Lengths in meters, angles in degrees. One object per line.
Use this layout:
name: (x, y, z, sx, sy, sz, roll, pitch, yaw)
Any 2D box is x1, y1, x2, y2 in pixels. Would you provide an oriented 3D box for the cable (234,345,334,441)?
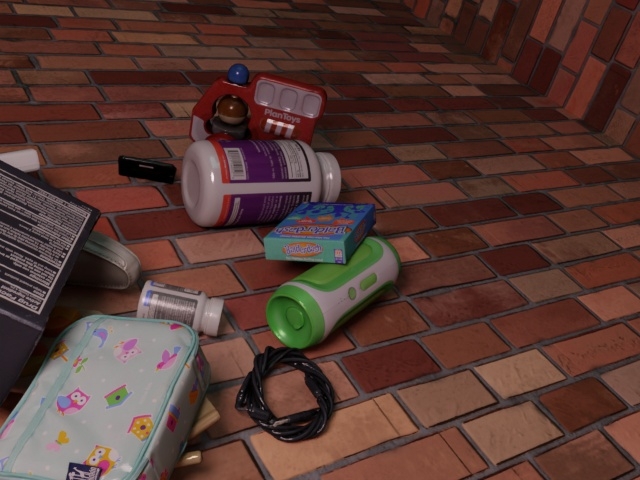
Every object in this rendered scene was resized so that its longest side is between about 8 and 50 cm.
cable: (-0.047, 0.238, 1.128, 0.150, 0.047, 0.184, 21, 33, 6)

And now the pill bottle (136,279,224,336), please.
pill bottle: (-0.237, 0.119, 1.194, 0.137, 0.078, 0.078, 13, 33, -5)

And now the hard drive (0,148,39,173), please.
hard drive: (-0.723, -0.110, 1.255, 0.353, 0.047, 0.233, -20, 16, -41)

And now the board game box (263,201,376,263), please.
board game box: (0.004, -0.020, 1.362, 0.160, 0.047, 0.210, 3, 23, 20)

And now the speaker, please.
speaker: (0.032, 0.091, 1.309, 0.131, 0.131, 0.296, 32, 37, 23)

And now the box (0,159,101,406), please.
box: (-0.507, 0.026, 0.964, 0.296, 0.183, 0.294, 29, 27, -18)

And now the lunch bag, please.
lunch bag: (-0.287, 0.226, 0.916, 0.224, 0.108, 0.279, 6, 42, 14)

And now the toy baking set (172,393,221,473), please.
toy baking set: (-0.270, 0.255, 0.988, 0.256, 0.030, 0.197, -14, 42, -6)

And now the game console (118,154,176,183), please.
game console: (-0.386, -0.175, 1.572, 0.122, 0.107, 0.071, 9, 62, -11)

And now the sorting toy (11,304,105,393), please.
sorting toy: (-0.459, 0.152, 1.068, 0.208, 0.038, 0.193, 10, 33, 3)

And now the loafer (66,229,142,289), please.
loafer: (-0.468, 0.032, 1.204, 0.319, 0.112, 0.111, 12, 38, 7)

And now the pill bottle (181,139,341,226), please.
pill bottle: (-0.125, -0.127, 1.510, 0.323, 0.181, 0.181, -4, 38, -29)

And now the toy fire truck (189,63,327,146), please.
toy fire truck: (-0.153, -0.285, 1.664, 0.302, 0.254, 0.169, 16, 33, 0)
